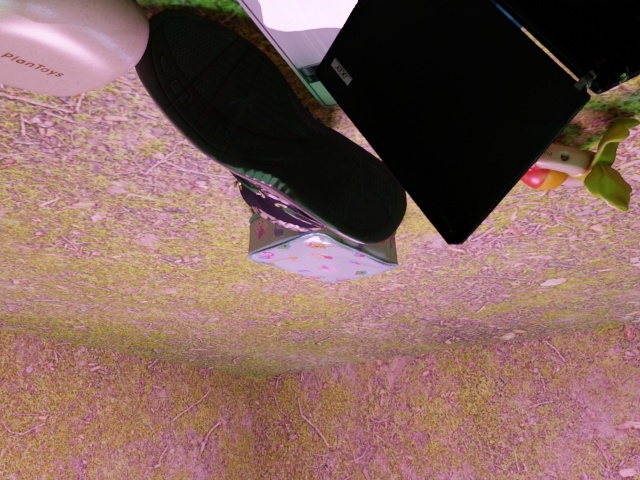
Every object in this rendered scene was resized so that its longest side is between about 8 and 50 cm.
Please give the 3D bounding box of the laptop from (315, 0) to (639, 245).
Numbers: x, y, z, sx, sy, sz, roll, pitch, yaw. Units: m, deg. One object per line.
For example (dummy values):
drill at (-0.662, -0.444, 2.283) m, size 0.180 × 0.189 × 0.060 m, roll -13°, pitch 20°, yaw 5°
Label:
laptop at (0.162, -0.165, 0.575) m, size 0.264 × 0.234 × 0.137 m, roll -26°, pitch 151°, yaw -14°

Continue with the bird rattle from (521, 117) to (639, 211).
bird rattle at (0.342, -0.113, 1.049) m, size 0.253 × 0.143 × 0.207 m, roll 3°, pitch 176°, yaw -2°

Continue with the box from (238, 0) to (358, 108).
box at (0.023, -0.256, 0.700) m, size 0.169 × 0.087 × 0.290 m, roll -9°, pitch 158°, yaw 21°

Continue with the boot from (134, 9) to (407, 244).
boot at (-0.082, -0.127, 0.925) m, size 0.377 × 0.138 × 0.284 m, roll 34°, pitch 173°, yaw -12°

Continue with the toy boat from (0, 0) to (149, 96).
toy boat at (-0.354, -0.228, 0.693) m, size 0.318 × 0.148 × 0.267 m, roll -12°, pitch 169°, yaw 22°

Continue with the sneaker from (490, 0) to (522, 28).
sneaker at (0.182, -0.253, 0.659) m, size 0.209 × 0.069 × 0.082 m, roll -36°, pitch 120°, yaw -4°

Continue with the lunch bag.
lunch bag at (0.000, 0.000, 1.354) m, size 0.224 × 0.108 × 0.279 m, roll -14°, pitch 155°, yaw 39°
